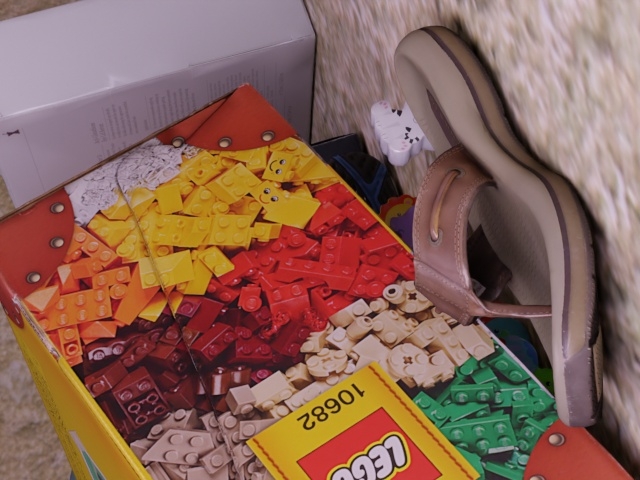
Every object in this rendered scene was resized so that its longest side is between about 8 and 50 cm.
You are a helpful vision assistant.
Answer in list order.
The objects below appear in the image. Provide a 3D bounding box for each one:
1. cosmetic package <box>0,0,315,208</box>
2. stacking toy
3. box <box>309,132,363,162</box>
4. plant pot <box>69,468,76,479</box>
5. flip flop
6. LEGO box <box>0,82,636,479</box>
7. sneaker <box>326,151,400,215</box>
[{"bbox_3d":[-0.156,-0.113,1.657,0.377,0.284,0.097,97,155,-72],"label":"cosmetic package"},{"bbox_3d":[0.087,0.034,1.074,0.167,0.052,0.221,90,157,-63],"label":"stacking toy"},{"bbox_3d":[0.000,0.000,1.488,0.158,0.093,0.156,-167,60,-83],"label":"box"},{"bbox_3d":[-0.096,0.312,1.559,0.341,0.341,0.334,90,-177,-68],"label":"plant pot"},{"bbox_3d":[0.076,-0.008,0.915,0.112,0.080,0.277,80,170,-45],"label":"flip flop"},{"bbox_3d":[0.011,0.214,1.125,0.372,0.193,0.500,47,160,36],"label":"LEGO box"},{"bbox_3d":[0.045,0.041,1.351,0.081,0.080,0.211,78,-176,-84],"label":"sneaker"}]
